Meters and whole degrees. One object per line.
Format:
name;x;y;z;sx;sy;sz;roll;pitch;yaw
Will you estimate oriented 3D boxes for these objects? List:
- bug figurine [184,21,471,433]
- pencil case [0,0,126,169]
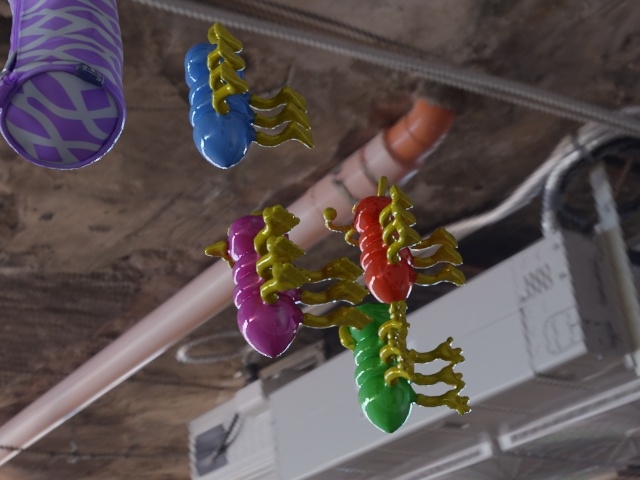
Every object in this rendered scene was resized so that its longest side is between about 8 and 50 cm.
bug figurine;0.000;0.000;0.706;0.279;0.072;0.216;40;-148;-44
pencil case;-0.183;-0.134;0.788;0.088;0.086;0.206;19;-149;-25
